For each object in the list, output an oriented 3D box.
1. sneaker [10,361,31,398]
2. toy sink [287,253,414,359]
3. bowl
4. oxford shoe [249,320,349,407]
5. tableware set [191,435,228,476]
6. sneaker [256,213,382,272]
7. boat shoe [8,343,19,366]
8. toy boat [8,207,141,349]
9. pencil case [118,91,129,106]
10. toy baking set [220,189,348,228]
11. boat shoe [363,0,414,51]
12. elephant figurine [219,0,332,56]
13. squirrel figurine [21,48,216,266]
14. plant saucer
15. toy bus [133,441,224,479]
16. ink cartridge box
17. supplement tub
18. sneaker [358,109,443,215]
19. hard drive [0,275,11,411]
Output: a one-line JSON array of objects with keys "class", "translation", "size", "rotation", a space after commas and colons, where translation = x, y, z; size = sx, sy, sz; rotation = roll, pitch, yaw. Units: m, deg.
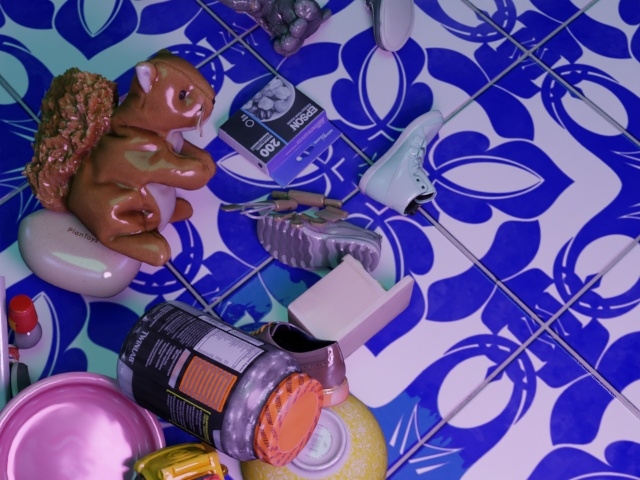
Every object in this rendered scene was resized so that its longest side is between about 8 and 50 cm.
[{"class": "sneaker", "translation": [-0.533, 0.333, 1.804], "size": [0.118, 0.083, 0.222], "rotation": [-13, 66, -20]}, {"class": "toy sink", "translation": [0.057, 0.130, 1.864], "size": [0.234, 0.153, 0.131], "rotation": [-38, 70, -16]}, {"class": "bowl", "translation": [-0.012, 0.391, 1.733], "size": [0.289, 0.156, 0.290], "rotation": [0, 64, 0]}, {"class": "oxford shoe", "translation": [-0.103, 0.208, 1.779], "size": [0.363, 0.133, 0.130], "rotation": [9, 23, 30]}, {"class": "tableware set", "translation": [-0.200, 0.384, 1.804], "size": [0.104, 0.024, 0.154], "rotation": [-3, 60, 0]}, {"class": "sneaker", "translation": [0.000, 0.000, 1.976], "size": [0.281, 0.105, 0.115], "rotation": [16, 29, 12]}, {"class": "boat shoe", "translation": [-0.676, 0.238, 1.857], "size": [0.137, 0.049, 0.043], "rotation": [-4, 66, -8]}, {"class": "toy boat", "translation": [-0.535, 0.073, 1.894], "size": [0.267, 0.148, 0.318], "rotation": [27, 54, 7]}, {"class": "pencil case", "translation": [-0.409, -0.281, 2.074], "size": [0.284, 0.124, 0.124], "rotation": [-34, 69, -17]}, {"class": "toy baking set", "translation": [-0.072, -0.074, 1.961], "size": [0.256, 0.030, 0.197], "rotation": [11, 19, 19]}, {"class": "boat shoe", "translation": [0.161, -0.596, 2.270], "size": [0.099, 0.116, 0.320], "rotation": [-13, 64, 41]}, {"class": "elephant figurine", "translation": [-0.121, -0.567, 2.190], "size": [0.239, 0.186, 0.169], "rotation": [38, 91, 7]}, {"class": "squirrel figurine", "translation": [-0.395, -0.210, 1.843], "size": [0.396, 0.371, 0.281], "rotation": [20, 24, 3]}, {"class": "plant saucer", "translation": [-0.454, 0.411, 1.705], "size": [0.332, 0.084, 0.332], "rotation": [4, 78, -19]}, {"class": "toy bus", "translation": [-0.219, 0.478, 1.629], "size": [0.149, 0.211, 0.220], "rotation": [-13, 88, -30]}, {"class": "ink cartridge box", "translation": [-0.090, -0.252, 2.108], "size": [0.208, 0.045, 0.206], "rotation": [39, 69, 15]}, {"class": "supplement tub", "translation": [-0.177, 0.255, 1.639], "size": [0.338, 0.207, 0.207], "rotation": [23, 65, 27]}, {"class": "sneaker", "translation": [0.222, -0.164, 2.041], "size": [0.151, 0.094, 0.256], "rotation": [38, 79, 22]}, {"class": "hard drive", "translation": [-0.706, 0.228, 1.785], "size": [0.202, 0.040, 0.308], "rotation": [-3, 89, 4]}]
